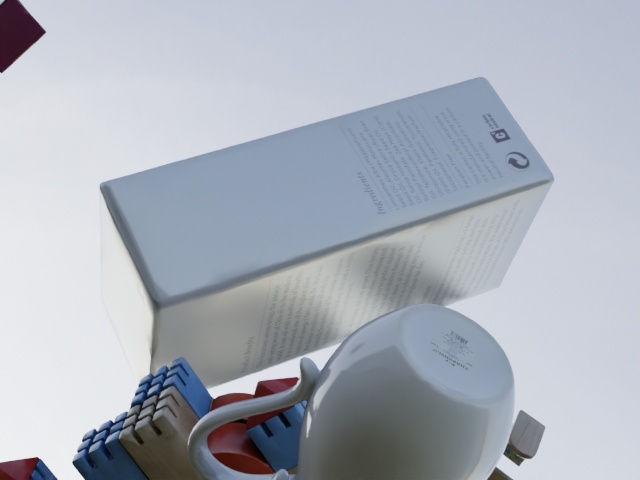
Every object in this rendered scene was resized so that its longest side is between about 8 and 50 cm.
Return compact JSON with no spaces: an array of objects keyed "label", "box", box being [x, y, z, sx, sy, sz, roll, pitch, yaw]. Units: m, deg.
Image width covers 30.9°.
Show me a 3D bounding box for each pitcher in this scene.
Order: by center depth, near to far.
[{"label":"pitcher","box":[0.017,0.128,0.764,0.178,0.125,0.207,29,-55,-4]}]

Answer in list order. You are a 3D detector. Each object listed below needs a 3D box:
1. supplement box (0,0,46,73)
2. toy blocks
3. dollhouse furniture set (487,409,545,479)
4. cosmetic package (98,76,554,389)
[{"label":"supplement box","box":[-0.272,-0.172,0.975,0.043,0.055,0.083,49,-14,-21]},{"label":"toy blocks","box":[-0.107,0.231,1.021,0.381,0.190,0.261,-29,-72,14]},{"label":"dollhouse furniture set","box":[0.229,0.358,1.582,0.242,0.161,0.212,36,-59,4]},{"label":"cosmetic package","box":[0.000,0.000,1.259,0.161,0.453,0.230,61,-24,27]}]
